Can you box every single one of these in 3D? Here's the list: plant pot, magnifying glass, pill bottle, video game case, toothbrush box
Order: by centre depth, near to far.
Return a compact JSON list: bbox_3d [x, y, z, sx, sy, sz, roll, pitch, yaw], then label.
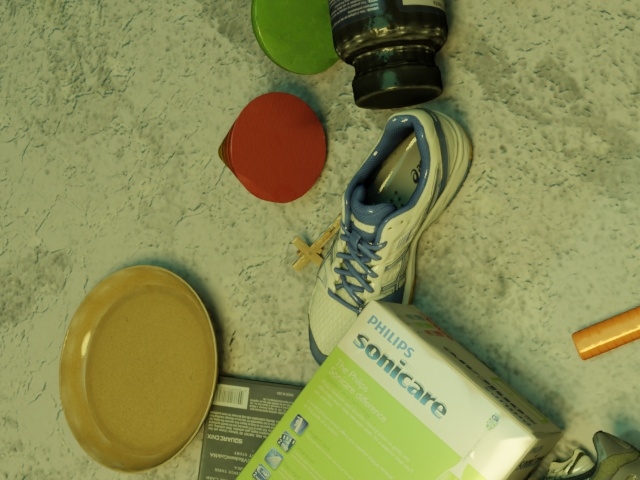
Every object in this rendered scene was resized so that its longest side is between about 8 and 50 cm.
[{"bbox_3d":[0.350,0.058,1.146,0.231,0.026,0.092,-26,72,21],"label":"magnifying glass"},{"bbox_3d":[0.061,0.230,1.177,0.206,0.122,0.283,40,101,22],"label":"toothbrush box"},{"bbox_3d":[0.068,-0.255,1.270,0.123,0.123,0.219,-10,83,24],"label":"pill bottle"},{"bbox_3d":[-0.049,0.292,1.303,0.196,0.026,0.274,4,85,26],"label":"video game case"},{"bbox_3d":[-0.204,0.147,1.383,0.236,0.032,0.236,-6,79,32],"label":"plant pot"}]

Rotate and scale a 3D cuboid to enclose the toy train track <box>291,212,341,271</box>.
[{"bbox_3d":[0.000,0.000,1.326,0.048,0.014,0.083,42,93,-16],"label":"toy train track"}]

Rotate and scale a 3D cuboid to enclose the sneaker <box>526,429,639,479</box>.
[{"bbox_3d":[0.203,0.295,1.126,0.300,0.111,0.121,-42,82,7],"label":"sneaker"}]

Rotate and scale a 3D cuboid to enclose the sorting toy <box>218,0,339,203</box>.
[{"bbox_3d":[-0.054,-0.221,1.359,0.126,0.127,0.365,1,78,56],"label":"sorting toy"}]

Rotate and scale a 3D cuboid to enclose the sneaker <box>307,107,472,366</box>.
[{"bbox_3d":[0.047,-0.003,1.243,0.112,0.131,0.296,24,94,25],"label":"sneaker"}]

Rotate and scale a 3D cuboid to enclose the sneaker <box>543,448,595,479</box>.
[{"bbox_3d":[0.230,0.235,1.177,0.083,0.032,0.037,-35,55,12],"label":"sneaker"}]
